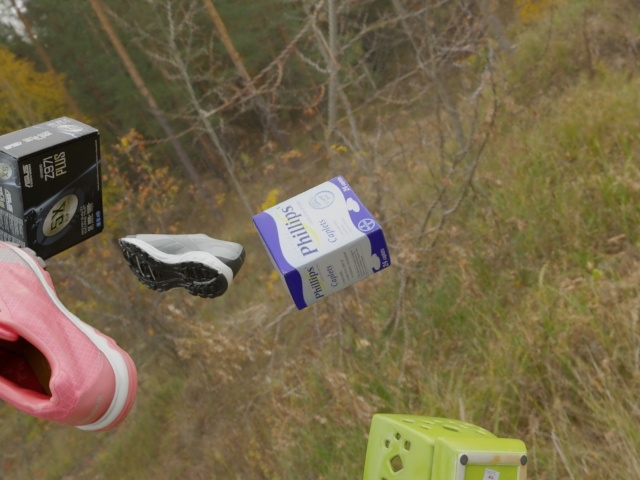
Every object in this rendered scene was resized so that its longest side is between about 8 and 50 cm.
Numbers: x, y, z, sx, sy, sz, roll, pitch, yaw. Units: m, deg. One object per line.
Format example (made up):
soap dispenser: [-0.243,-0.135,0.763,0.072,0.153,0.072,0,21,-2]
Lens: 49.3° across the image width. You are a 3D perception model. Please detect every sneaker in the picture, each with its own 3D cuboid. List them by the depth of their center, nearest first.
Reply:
sneaker: [-0.330,0.079,0.723,0.116,0.313,0.136,-56,-17,-2]
sneaker: [-0.255,0.033,1.273,0.271,0.100,0.108,10,39,28]

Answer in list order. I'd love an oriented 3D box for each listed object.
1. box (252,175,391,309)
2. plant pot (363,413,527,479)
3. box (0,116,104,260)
box: [0.000,0.000,0.904,0.137,0.072,0.126,-26,44,-6]
plant pot: [0.223,0.431,1.206,0.228,0.227,0.207,12,-11,-29]
box: [-0.408,-0.075,1.042,0.077,0.180,0.147,23,33,24]
